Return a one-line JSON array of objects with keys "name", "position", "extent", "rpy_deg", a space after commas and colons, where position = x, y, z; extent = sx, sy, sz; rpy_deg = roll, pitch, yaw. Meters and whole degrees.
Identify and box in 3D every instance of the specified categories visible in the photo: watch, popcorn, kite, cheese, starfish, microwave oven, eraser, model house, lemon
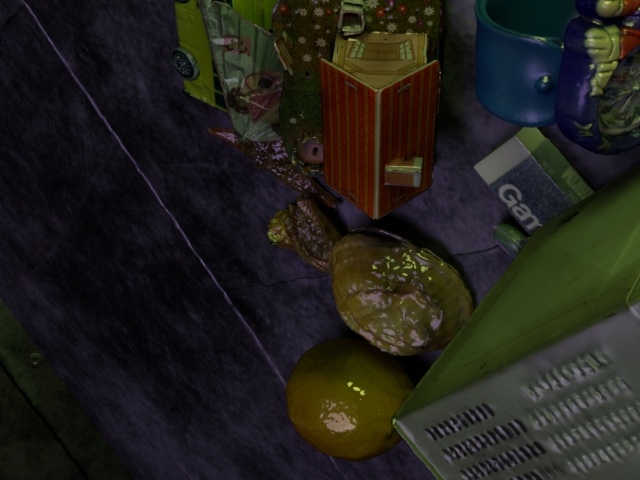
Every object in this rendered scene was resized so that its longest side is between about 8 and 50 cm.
[{"name": "watch", "position": [0.249, -0.192, 0.834], "extent": [0.200, 0.196, 0.171], "rpy_deg": [43, 142, 46]}, {"name": "popcorn", "position": [-0.055, -0.011, 1.417], "extent": [0.084, 0.084, 0.084], "rpy_deg": [29, 141, 26]}, {"name": "kite", "position": [-0.040, -0.202, 1.125], "extent": [0.323, 0.013, 0.268], "rpy_deg": [30, 134, -22]}, {"name": "cheese", "position": [0.253, 0.007, 1.104], "extent": [0.067, 0.026, 0.121], "rpy_deg": [44, 179, -20]}, {"name": "starfish", "position": [-0.062, -0.148, 1.322], "extent": [0.247, 0.050, 0.138], "rpy_deg": [31, 146, 6]}, {"name": "microwave oven", "position": [0.317, 0.094, 0.792], "extent": [0.247, 0.394, 0.333], "rpy_deg": [49, 134, 0]}, {"name": "eraser", "position": [0.286, -0.036, 1.046], "extent": [0.212, 0.046, 0.092], "rpy_deg": [50, 145, -1]}, {"name": "model house", "position": [0.041, -0.147, 1.043], "extent": [0.207, 0.154, 0.293], "rpy_deg": [2, 134, 5]}, {"name": "lemon", "position": [0.050, 0.265, 1.466], "extent": [0.260, 0.204, 0.204], "rpy_deg": [0, 123, 45]}]

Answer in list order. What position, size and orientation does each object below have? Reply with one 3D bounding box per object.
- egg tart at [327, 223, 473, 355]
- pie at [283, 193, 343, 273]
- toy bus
[{"name": "egg tart", "position": [0.107, 0.091, 1.307], "extent": [0.232, 0.098, 0.252], "rpy_deg": [-21, 114, 46]}, {"name": "pie", "position": [0.000, 0.000, 1.373], "extent": [0.092, 0.034, 0.170], "rpy_deg": [-26, 114, 26]}, {"name": "toy bus", "position": [-0.112, -0.304, 1.151], "extent": [0.150, 0.128, 0.262], "rpy_deg": [30, 143, 24]}]
